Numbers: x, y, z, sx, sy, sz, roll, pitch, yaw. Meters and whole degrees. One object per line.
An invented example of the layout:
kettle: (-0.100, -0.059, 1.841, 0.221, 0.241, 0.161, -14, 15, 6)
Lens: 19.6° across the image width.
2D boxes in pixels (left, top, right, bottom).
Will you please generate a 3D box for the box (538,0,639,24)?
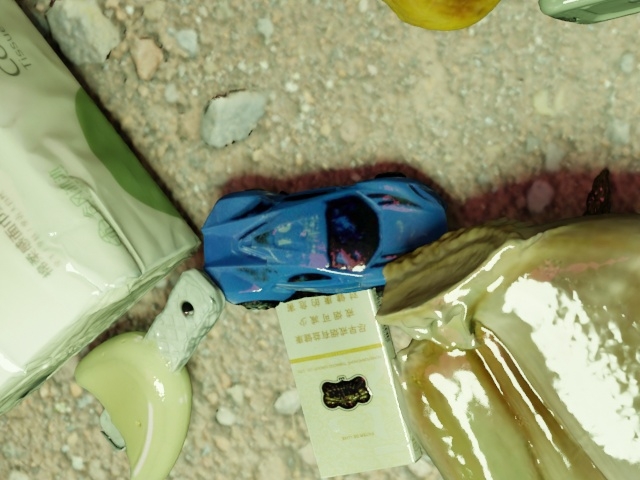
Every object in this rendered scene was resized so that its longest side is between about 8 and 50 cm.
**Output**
box: (0.241, -0.221, 1.343, 0.172, 0.124, 0.093, -12, 87, 23)

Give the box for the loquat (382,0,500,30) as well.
loquat: (0.091, -0.230, 1.410, 0.137, 0.113, 0.137, -8, 76, 35)

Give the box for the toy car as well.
toy car: (0.000, 0.000, 1.508, 0.216, 0.063, 0.103, -7, 81, 24)

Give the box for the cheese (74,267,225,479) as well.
cheese: (-0.139, 0.109, 1.587, 0.127, 0.049, 0.235, 50, 135, 15)

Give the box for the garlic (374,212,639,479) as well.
garlic: (0.207, 0.105, 1.409, 0.279, 0.132, 0.325, -37, 103, 23)

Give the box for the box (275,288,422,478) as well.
box: (0.022, 0.113, 1.560, 0.090, 0.024, 0.167, -12, 97, 23)

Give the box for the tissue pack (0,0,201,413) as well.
tissue pack: (-0.318, -0.045, 1.571, 0.266, 0.194, 0.356, -40, 86, 24)

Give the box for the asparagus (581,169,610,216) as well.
asparagus: (0.197, 0.054, 1.477, 0.022, 0.023, 0.233, 5, 111, -25)
